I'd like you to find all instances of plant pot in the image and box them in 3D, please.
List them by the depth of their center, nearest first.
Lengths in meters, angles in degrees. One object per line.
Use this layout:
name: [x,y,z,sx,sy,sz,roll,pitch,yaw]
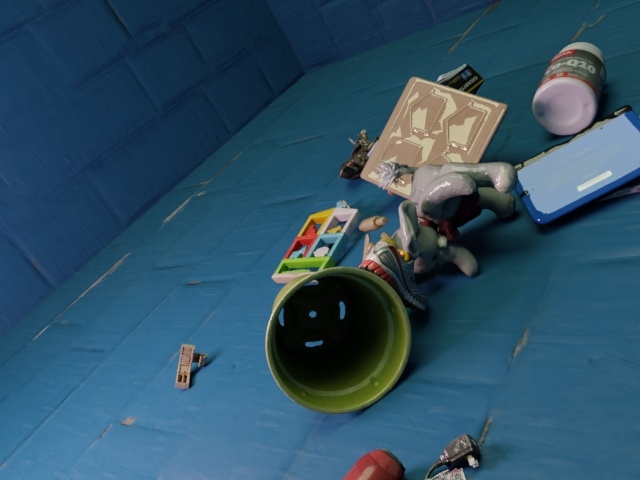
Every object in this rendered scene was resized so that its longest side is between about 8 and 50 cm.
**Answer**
plant pot: [0.010,0.172,1.305,0.276,0.276,0.254,-34,12,-7]

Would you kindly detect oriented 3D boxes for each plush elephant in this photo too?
plush elephant: [0.260,-0.031,1.419,0.330,0.255,0.272,9,-10,10]

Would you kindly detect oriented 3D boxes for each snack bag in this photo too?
snack bag: [0.307,-0.414,2.081,0.343,0.037,0.323,-35,-10,-43]

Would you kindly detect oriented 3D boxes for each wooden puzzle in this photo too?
wooden puzzle: [0.307,-0.256,1.762,0.348,0.081,0.322,30,94,42]

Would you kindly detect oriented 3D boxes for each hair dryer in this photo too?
hair dryer: [0.105,0.393,0.936,0.294,0.080,0.223,-24,25,16]

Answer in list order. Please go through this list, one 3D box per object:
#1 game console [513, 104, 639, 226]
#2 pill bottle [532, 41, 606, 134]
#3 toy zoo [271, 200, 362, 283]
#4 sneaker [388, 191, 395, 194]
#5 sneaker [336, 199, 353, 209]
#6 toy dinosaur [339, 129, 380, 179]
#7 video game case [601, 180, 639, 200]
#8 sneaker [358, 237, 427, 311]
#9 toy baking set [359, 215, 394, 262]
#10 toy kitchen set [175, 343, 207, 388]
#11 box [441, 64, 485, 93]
game console: [0.592,-0.156,1.465,0.293,0.173,0.250,-30,51,17]
pill bottle: [0.680,-0.419,1.754,0.161,0.161,0.283,-12,30,37]
toy zoo: [0.000,0.000,1.842,0.192,0.030,0.293,-6,43,44]
sneaker: [0.265,-0.178,1.928,0.065,0.061,0.158,23,54,29]
sneaker: [0.075,-0.077,1.953,0.058,0.052,0.135,-41,16,1]
toy dinosaur: [0.135,-0.258,2.185,0.160,0.121,0.313,-24,26,46]
video game case: [0.663,-0.145,1.412,0.143,0.019,0.157,-15,27,32]
sneaker: [0.165,0.074,1.306,0.088,0.225,0.092,19,73,38]
toy baking set: [0.114,0.044,1.475,0.030,0.196,0.256,-1,0,-14]
toy kitchen set: [-0.320,0.315,1.618,0.068,0.083,0.075,9,22,-11]
box: [0.341,-0.378,2.033,0.322,0.079,0.257,-39,-10,-18]
